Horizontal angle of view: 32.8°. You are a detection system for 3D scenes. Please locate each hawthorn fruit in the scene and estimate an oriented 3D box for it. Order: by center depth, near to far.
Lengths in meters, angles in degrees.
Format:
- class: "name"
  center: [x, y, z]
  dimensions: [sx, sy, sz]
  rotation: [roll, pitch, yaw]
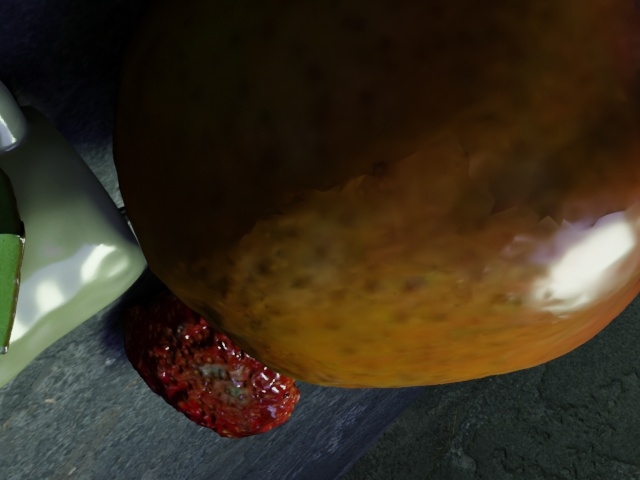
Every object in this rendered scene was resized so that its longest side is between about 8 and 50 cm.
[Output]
- class: "hawthorn fruit"
  center: [0.055, -0.092, 0.884]
  dimensions: [0.471, 0.472, 0.472]
  rotation: [-37, 162, -14]

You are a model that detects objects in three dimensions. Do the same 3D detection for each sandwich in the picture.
- class: "sandwich"
  center: [-0.247, 0.017, 0.740]
  dimensions: [0.074, 0.074, 0.116]
  rotation: [-6, 135, -29]

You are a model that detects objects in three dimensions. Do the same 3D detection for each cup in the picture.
- class: "cup"
  center: [-0.261, 0.001, 0.799]
  dimensions: [0.202, 0.173, 0.255]
  rotation: [-38, 163, -17]

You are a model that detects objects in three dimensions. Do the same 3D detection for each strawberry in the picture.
- class: "strawberry"
  center: [-0.099, 0.129, 1.353]
  dimensions: [0.274, 0.220, 0.274]
  rotation: [-26, 171, -4]

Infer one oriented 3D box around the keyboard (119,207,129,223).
- class: "keyboard"
  center: [-0.252, 0.038, 1.167]
  dimensions: [0.074, 0.015, 0.196]
  rotation: [-22, 155, -47]
